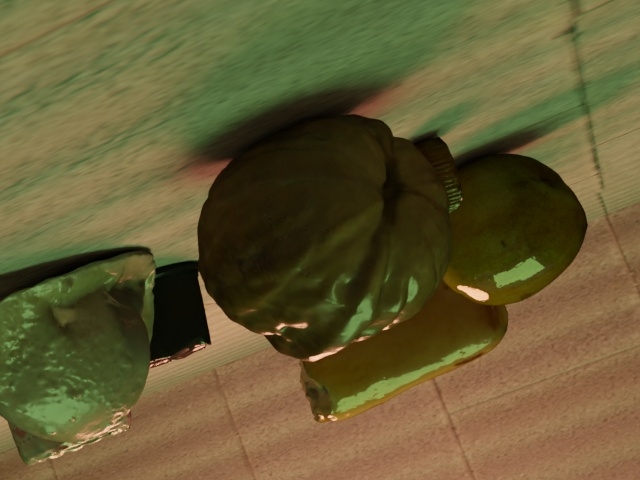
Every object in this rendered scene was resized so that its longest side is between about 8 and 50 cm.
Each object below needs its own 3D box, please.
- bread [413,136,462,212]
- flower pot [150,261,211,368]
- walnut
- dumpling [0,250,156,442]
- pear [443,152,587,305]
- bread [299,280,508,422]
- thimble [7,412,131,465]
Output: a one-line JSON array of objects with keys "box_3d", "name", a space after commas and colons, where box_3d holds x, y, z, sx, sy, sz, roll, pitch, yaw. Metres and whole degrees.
[{"box_3d": [0.109, -0.062, 1.092, 0.053, 0.085, 0.085, -16, 172, -3], "name": "bread"}, {"box_3d": [-0.206, 0.102, 1.309, 0.157, 0.107, 0.157, -19, 171, -3], "name": "flower pot"}, {"box_3d": [0.000, 0.000, 0.860, 0.213, 0.213, 0.213, -20, 172, -3], "name": "walnut"}, {"box_3d": [-0.247, 0.103, 1.104, 0.227, 0.175, 0.243, -50, -172, -1], "name": "dumpling"}, {"box_3d": [0.229, -0.015, 1.319, 0.200, 0.200, 0.200, -20, 172, -3], "name": "pear"}, {"box_3d": [0.127, 0.109, 1.737, 0.394, 0.250, 0.361, -24, 174, 1], "name": "bread"}, {"box_3d": [-0.431, 0.286, 1.836, 0.211, 0.149, 0.185, -15, 168, -40], "name": "thimble"}]
